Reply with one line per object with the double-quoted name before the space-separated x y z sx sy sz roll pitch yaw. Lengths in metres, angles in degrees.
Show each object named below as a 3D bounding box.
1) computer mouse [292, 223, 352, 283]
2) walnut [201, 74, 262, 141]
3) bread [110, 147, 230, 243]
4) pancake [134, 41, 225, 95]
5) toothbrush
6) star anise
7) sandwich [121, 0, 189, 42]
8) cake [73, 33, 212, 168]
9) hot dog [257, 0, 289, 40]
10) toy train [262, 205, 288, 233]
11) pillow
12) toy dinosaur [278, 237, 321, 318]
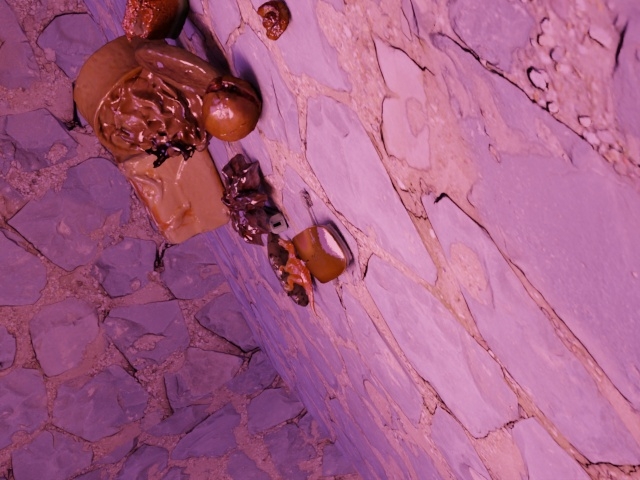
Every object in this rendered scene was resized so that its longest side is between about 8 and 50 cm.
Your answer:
"computer mouse" -0.005 0.031 1.671 0.126 0.056 0.245 57 162 -2
"walnut" -0.190 -0.279 1.617 0.137 0.137 0.245 61 170 -5
"bread" -0.516 -0.217 2.629 0.371 0.279 0.390 46 163 53
"pancake" -0.315 -0.379 1.753 0.242 0.050 0.242 22 171 4
"toothbrush" 0.000 0.000 1.722 0.025 0.019 0.276 33 150 48
"star anise" -0.205 -0.104 1.988 0.223 0.109 0.236 107 150 -69
"sandwich" -0.357 -0.524 1.689 0.079 0.159 0.235 38 142 6
"cake" -0.444 -0.337 2.022 0.321 0.332 0.332 48 163 24
"hot dog" -0.075 -0.352 1.216 0.058 0.035 0.083 66 166 -7
"toy train" -0.150 -0.061 2.088 0.055 0.048 0.252 66 166 -15
"pillow" -0.101 0.090 2.158 0.241 0.051 0.093 66 -158 -9
"toy dinosaur" -0.045 0.096 2.059 0.212 0.057 0.142 42 143 25
